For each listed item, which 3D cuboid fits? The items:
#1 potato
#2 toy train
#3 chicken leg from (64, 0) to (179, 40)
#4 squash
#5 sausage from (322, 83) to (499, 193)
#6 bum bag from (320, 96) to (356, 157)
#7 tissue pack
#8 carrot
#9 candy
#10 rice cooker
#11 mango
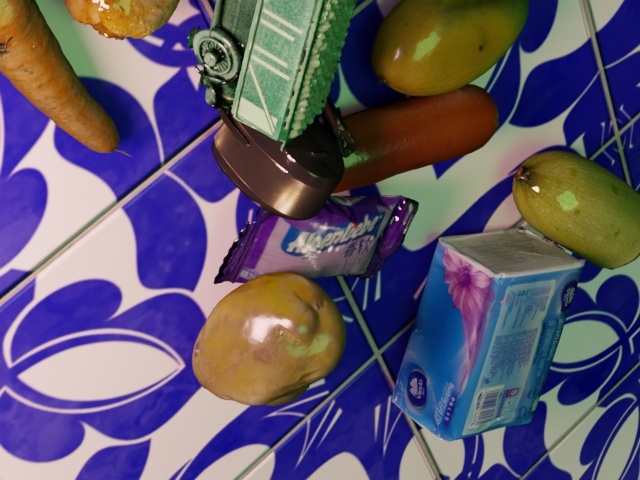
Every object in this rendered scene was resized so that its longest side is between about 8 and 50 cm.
[{"bbox_3d":[-0.063,0.123,1.668,0.155,0.137,0.200,-9,156,-41],"label":"potato"},{"bbox_3d":[-0.047,-0.234,1.412,0.115,0.154,0.269,-51,164,-46],"label":"toy train"},{"bbox_3d":[-0.153,-0.295,1.395,0.251,0.087,0.107,-48,148,-18],"label":"chicken leg"},{"bbox_3d":[0.361,-0.051,1.968,0.247,0.132,0.132,23,99,-47],"label":"squash"},{"bbox_3d":[0.102,-0.129,1.723,0.300,0.083,0.089,-20,140,-31],"label":"sausage"},{"bbox_3d":[-0.004,-0.179,1.581,0.026,0.109,0.159,-25,133,1],"label":"bum bag"},{"bbox_3d":[0.231,0.129,1.951,0.198,0.146,0.263,-6,118,-41],"label":"tissue pack"},{"bbox_3d":[-0.267,-0.159,1.390,0.078,0.078,0.298,-47,141,-9],"label":"carrot"},{"bbox_3d":[0.000,0.000,1.708,0.275,0.070,0.145,0,132,-40],"label":"candy"},{"bbox_3d":[-0.050,-0.097,1.551,0.112,0.165,0.106,-5,129,-51],"label":"rice cooker"},{"bbox_3d":[0.162,-0.247,1.701,0.237,0.091,0.137,-11,128,-37],"label":"mango"}]
